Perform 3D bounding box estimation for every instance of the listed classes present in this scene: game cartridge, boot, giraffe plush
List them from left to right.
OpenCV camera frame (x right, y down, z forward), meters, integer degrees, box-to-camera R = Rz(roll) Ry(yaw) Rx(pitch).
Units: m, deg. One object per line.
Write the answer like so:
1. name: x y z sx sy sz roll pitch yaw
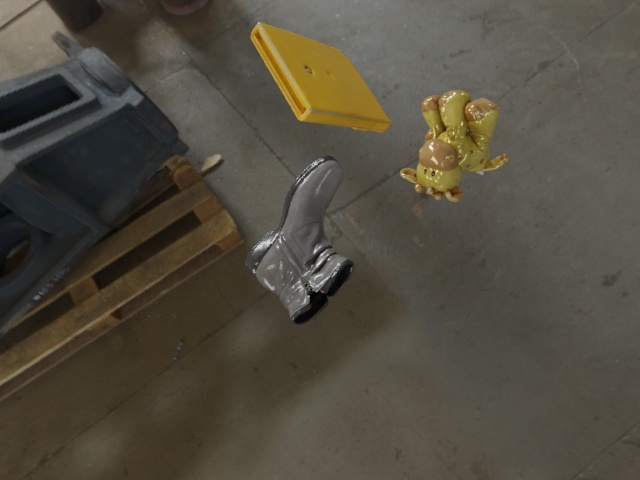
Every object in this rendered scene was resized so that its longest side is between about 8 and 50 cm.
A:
1. boot: 0.000 0.000 1.024 0.223 0.118 0.338 37 99 38
2. game cartridge: 0.011 -0.401 1.195 0.053 0.324 0.285 -42 67 35
3. giraffe plush: 0.253 -0.171 0.950 0.170 0.210 0.181 -43 27 -22
